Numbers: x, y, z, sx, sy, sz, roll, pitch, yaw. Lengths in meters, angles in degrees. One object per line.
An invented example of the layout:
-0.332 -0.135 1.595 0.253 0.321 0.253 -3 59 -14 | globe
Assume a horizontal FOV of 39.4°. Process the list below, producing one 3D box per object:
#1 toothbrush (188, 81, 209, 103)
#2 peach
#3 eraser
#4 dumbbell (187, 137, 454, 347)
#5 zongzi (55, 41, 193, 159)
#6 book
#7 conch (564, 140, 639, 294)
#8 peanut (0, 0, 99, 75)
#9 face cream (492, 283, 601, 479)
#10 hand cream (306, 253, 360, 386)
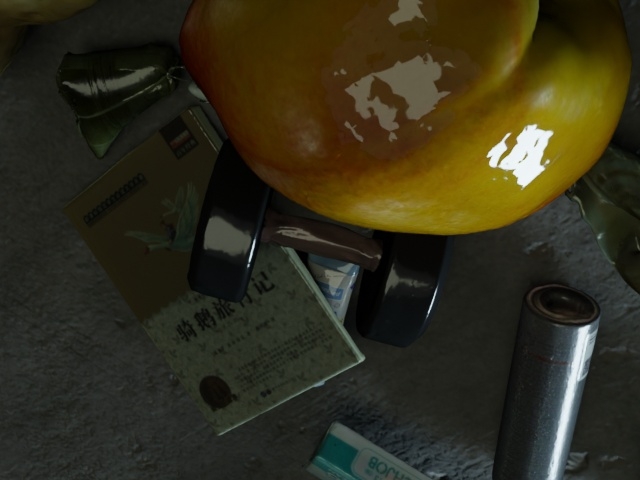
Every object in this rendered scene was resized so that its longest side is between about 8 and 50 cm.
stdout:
-0.004 -0.115 0.854 0.263 0.022 0.026 14 135 11 | toothbrush
0.057 -0.140 0.674 0.308 0.289 0.289 -18 111 43 | peach
0.091 0.285 0.991 0.225 0.052 0.095 31 155 5 | eraser
0.000 0.000 0.814 0.218 0.152 0.152 15 122 -3 | dumbbell
-0.172 -0.136 0.895 0.154 0.062 0.130 -6 137 5 | zongzi
-0.120 0.042 0.949 0.217 0.021 0.310 -32 94 30 | book
0.346 0.013 0.735 0.386 0.169 0.203 58 158 30 | conch
-0.277 -0.267 0.782 0.387 0.169 0.192 -33 107 34 | peanut
0.221 0.180 0.904 0.073 0.073 0.284 10 120 13 | face cream
0.004 0.077 0.943 0.065 0.043 0.171 18 117 14 | hand cream
